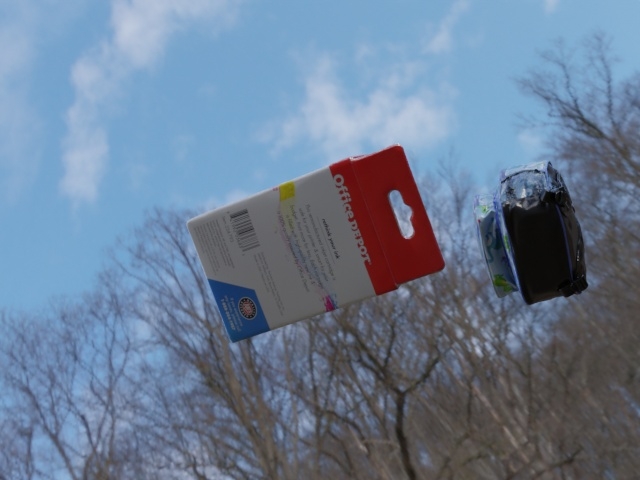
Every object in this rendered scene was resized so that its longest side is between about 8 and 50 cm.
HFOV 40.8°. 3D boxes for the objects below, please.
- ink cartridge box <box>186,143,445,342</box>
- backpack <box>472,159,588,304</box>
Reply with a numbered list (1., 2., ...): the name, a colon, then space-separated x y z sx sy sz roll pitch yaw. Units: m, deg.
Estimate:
1. ink cartridge box: 0.000 0.000 0.857 0.231 0.078 0.134 -19 -87 17
2. backpack: 0.176 -0.012 0.732 0.084 0.114 0.105 -12 -67 21
